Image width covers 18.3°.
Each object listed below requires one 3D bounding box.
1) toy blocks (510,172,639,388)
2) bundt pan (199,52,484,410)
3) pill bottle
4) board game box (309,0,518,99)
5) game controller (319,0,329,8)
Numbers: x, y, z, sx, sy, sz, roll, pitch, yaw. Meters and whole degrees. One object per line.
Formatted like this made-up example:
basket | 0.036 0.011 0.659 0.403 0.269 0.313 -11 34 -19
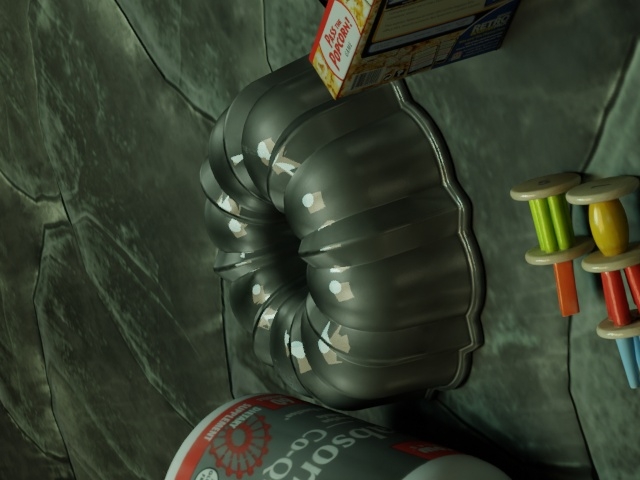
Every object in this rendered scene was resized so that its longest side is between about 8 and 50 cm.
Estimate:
toy blocks | 0.197 0.029 1.427 0.123 0.054 0.148 7 114 61
bundt pan | 0.000 0.000 1.720 0.331 0.124 0.331 42 141 46
pill bottle | 0.050 0.263 1.655 0.363 0.210 0.210 13 120 44
board game box | 0.083 -0.191 1.395 0.045 0.147 0.193 59 151 24
game controller | 0.009 -0.335 1.537 0.166 0.067 0.319 -9 100 64
